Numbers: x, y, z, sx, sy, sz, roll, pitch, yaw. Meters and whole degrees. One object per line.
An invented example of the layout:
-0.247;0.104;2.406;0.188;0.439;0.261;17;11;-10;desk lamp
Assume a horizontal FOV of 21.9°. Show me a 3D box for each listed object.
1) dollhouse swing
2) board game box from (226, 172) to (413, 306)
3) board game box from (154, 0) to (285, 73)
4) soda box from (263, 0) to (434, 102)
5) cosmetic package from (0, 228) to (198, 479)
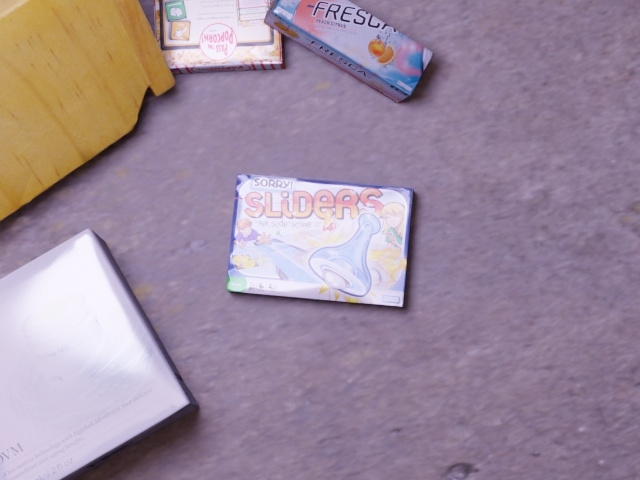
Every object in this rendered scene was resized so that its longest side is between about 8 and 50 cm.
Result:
-0.414;-0.240;1.808;0.347;0.315;0.305;-37;53;-11;dollhouse swing
0.000;0.000;1.872;0.201;0.035;0.136;4;86;4;board game box
-0.117;-0.290;1.896;0.147;0.045;0.193;-2;86;3;board game box
0.031;-0.227;1.851;0.183;0.063;0.058;30;80;-9;soda box
-0.289;0.141;1.824;0.224;0.138;0.224;-31;83;-4;cosmetic package
